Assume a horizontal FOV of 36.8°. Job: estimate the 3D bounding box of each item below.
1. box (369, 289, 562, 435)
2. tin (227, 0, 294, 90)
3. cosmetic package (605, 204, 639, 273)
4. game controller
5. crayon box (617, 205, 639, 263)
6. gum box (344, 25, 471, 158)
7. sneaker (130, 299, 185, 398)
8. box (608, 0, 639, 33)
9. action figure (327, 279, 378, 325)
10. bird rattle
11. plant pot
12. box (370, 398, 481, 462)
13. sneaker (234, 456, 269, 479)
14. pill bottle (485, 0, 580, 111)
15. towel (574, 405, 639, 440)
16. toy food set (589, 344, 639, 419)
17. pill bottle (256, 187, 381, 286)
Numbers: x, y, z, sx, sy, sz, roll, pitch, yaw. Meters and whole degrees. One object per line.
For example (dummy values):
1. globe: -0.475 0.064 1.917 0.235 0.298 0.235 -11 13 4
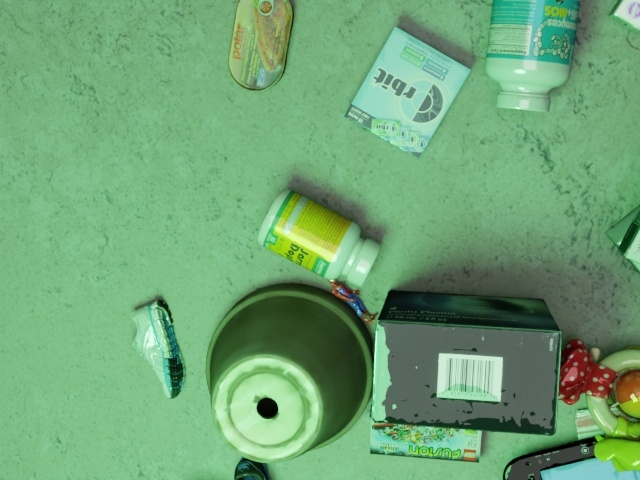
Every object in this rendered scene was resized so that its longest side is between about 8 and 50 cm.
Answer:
1. box: 0.246 0.197 1.657 0.296 0.294 0.182 3 96 7
2. tin: -0.109 -0.367 1.755 0.106 0.040 0.189 11 100 2
3. cosmetic package: 0.657 0.008 1.655 0.224 0.138 0.224 -41 90 11
4. game controller: 0.498 0.442 1.749 0.319 0.067 0.166 -16 99 9
5. crayon box: 0.670 0.000 1.540 0.319 0.081 0.202 26 100 4
6. gum box: 0.156 -0.264 1.731 0.157 0.041 0.184 30 100 2
7. sneaker: -0.318 0.214 1.858 0.083 0.071 0.190 -14 88 16
8. box: 0.606 -0.505 1.623 0.063 0.067 0.324 32 100 2
9. action figure: 0.058 0.109 1.801 0.115 0.038 0.030 40 123 -1
10. bird rattle: 0.526 0.278 1.695 0.207 0.143 0.253 -26 65 -1
11. plant pot: -0.068 0.258 1.718 0.323 0.280 0.323 1 99 6
12. box: 0.198 0.352 1.808 0.207 0.036 0.114 3 110 7
13. sneaker: -0.113 0.531 1.858 0.081 0.090 0.232 -21 95 10
14. pill bottle: 0.360 -0.354 1.637 0.146 0.146 0.264 7 100 7
15. towel: 0.557 0.396 1.783 0.144 0.029 0.197 -12 99 10
16. toy food set: 0.582 0.257 1.741 0.192 0.038 0.132 4 89 16
17. pill bottle: 0.000 0.000 1.751 0.208 0.117 0.117 27 101 2
